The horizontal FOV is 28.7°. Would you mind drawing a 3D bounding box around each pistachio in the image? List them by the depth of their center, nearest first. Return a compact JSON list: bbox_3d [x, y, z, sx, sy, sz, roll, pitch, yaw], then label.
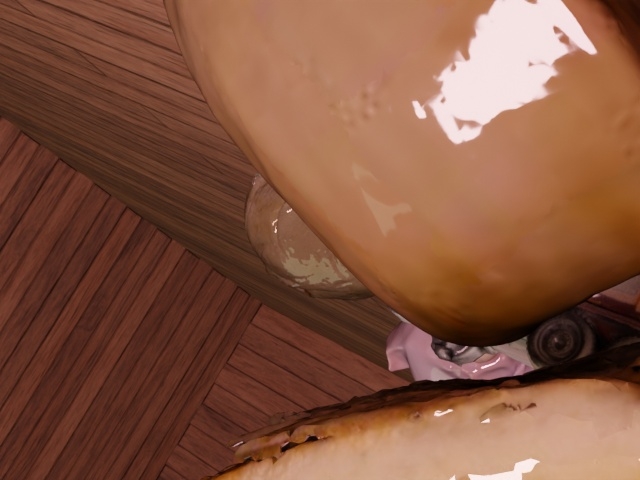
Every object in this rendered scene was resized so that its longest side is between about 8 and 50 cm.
[{"bbox_3d":[0.033,-0.078,0.495,0.260,0.163,0.213,43,153,4],"label":"pistachio"}]

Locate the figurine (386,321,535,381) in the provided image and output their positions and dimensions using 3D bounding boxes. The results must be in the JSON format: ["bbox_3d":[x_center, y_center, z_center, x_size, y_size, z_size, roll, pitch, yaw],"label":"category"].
[{"bbox_3d":[0.195,0.133,1.273,0.276,0.133,0.200,28,-171,27],"label":"figurine"}]

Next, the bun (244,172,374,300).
[{"bbox_3d":[0.000,0.000,1.235,0.173,0.113,0.166,25,171,22],"label":"bun"}]

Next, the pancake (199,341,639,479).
[{"bbox_3d":[0.128,0.064,0.498,0.382,0.382,0.071,90,165,-83],"label":"pancake"}]

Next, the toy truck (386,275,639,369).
[{"bbox_3d":[0.162,0.032,0.788,0.270,0.135,0.114,20,165,35],"label":"toy truck"}]
